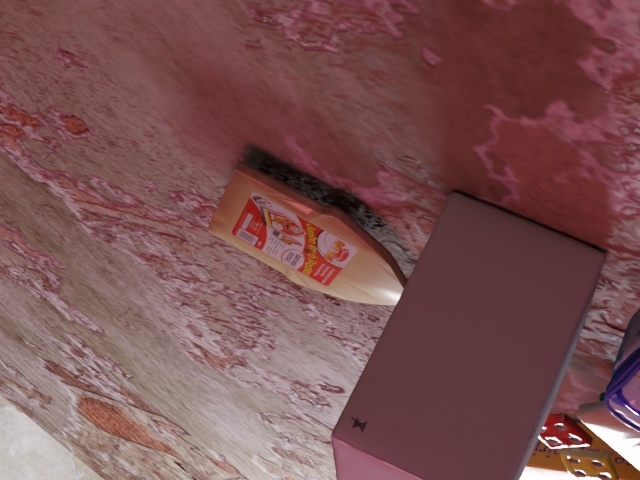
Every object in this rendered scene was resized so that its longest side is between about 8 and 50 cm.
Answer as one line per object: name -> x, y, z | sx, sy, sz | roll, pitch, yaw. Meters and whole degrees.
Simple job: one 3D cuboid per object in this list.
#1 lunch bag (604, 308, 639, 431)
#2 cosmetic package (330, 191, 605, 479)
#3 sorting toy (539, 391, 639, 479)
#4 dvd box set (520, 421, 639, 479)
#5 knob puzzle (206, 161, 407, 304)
lunch bag -> 0.329, 0.114, 0.995 | 0.219, 0.090, 0.176 | 30, 148, -2
cosmetic package -> 0.117, 0.122, 1.114 | 0.138, 0.224, 0.224 | 23, 159, 14
sorting toy -> 0.310, 0.161, 1.198 | 0.132, 0.046, 0.274 | 39, 145, -28
dvd box set -> 0.404, 0.289, 1.377 | 0.420, 0.062, 0.307 | 0, 146, 50
knob puzzle -> 0.000, 0.000, 1.243 | 0.213, 0.030, 0.213 | 24, 158, 10
